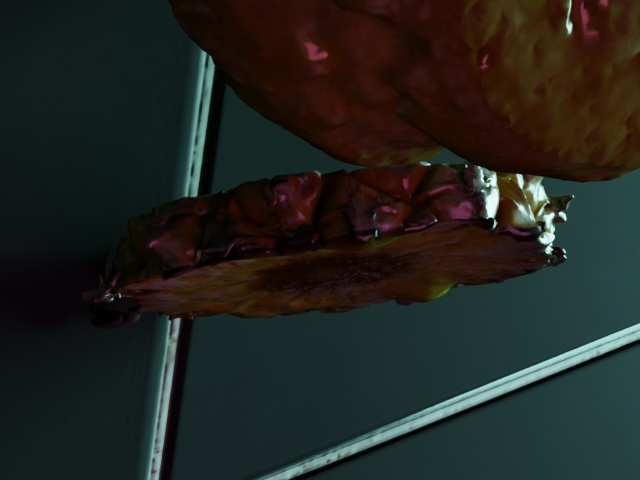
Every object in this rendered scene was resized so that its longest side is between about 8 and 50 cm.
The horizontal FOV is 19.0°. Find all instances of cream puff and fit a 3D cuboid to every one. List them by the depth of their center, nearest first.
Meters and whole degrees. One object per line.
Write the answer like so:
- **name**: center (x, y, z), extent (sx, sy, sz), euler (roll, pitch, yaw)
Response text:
- **cream puff**: center (0.072, -0.189, 0.694), extent (0.327, 0.231, 0.343), euler (18, 109, -46)

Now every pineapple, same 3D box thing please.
- **pineapple**: center (0.000, 0.000, 0.822), extent (0.221, 0.221, 0.047), euler (3, 75, -48)
